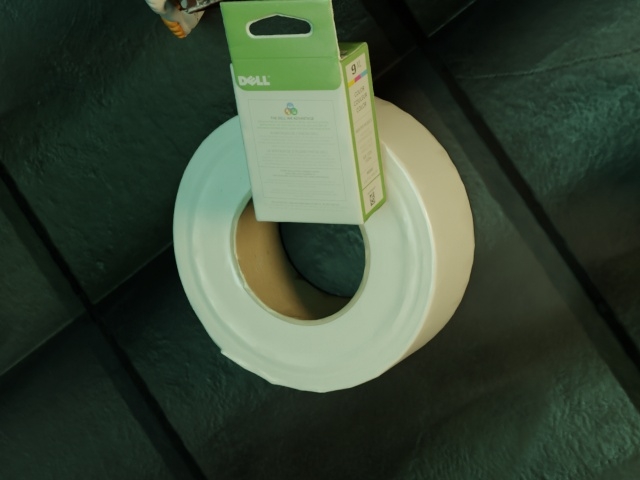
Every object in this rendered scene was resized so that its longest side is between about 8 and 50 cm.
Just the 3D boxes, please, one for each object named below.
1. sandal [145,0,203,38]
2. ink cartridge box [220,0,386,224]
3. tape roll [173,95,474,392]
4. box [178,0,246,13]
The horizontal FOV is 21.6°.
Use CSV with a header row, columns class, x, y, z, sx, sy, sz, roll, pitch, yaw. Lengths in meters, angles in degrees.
class,x,y,z,sx,sy,sz,roll,pitch,yaw
sandal,-0.131,-0.251,1.561,0.076,0.265,0.102,-31,94,2
ink cartridge box,-0.013,-0.120,1.484,0.109,0.062,0.209,3,116,26
tape roll,0.000,0.000,1.624,0.286,0.100,0.286,7,106,25
box,-0.035,-0.316,1.502,0.168,0.203,0.167,-18,94,30
